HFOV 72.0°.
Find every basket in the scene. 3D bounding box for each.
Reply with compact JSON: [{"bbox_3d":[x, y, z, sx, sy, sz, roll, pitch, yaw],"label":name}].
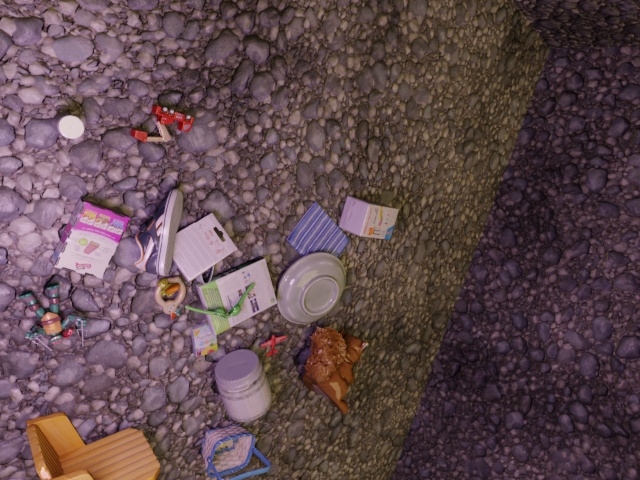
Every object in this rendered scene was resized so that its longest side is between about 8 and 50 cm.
[{"bbox_3d":[-0.401,0.995,2.038,0.255,0.289,0.201,8,96,-39],"label":"basket"}]

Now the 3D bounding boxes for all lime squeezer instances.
[{"bbox_3d":[-0.396,0.273,1.821,0.311,0.059,0.109,-17,107,-33],"label":"lime squeezer"}]

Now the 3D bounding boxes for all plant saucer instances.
[{"bbox_3d":[-0.022,0.254,2.174,0.401,0.100,0.400,-15,119,-28],"label":"plant saucer"}]

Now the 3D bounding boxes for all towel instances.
[{"bbox_3d":[0.000,0.000,2.171,0.243,0.040,0.336,-54,132,-12],"label":"towel"}]

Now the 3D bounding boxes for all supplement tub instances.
[{"bbox_3d":[-0.761,-0.345,1.327,0.071,0.107,0.071,-17,117,-36],"label":"supplement tub"}]

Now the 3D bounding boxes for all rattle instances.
[{"bbox_3d":[-0.561,0.247,1.717,0.130,0.143,0.199,-19,114,-56],"label":"rattle"}]

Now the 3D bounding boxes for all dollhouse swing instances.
[{"bbox_3d":[-0.791,0.741,1.560,0.305,0.347,0.315,-27,123,-30],"label":"dollhouse swing"}]

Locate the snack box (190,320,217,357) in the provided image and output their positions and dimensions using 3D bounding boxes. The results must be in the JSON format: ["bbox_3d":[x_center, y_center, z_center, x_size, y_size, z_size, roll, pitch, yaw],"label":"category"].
[{"bbox_3d":[-0.501,0.423,1.901,0.100,0.037,0.141,-16,115,-38],"label":"snack box"}]

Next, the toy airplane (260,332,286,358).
[{"bbox_3d":[-0.234,0.518,2.178,0.151,0.028,0.151,-16,117,-34],"label":"toy airplane"}]

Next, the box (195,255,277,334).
[{"bbox_3d":[-0.357,0.234,1.916,0.322,0.058,0.232,-25,111,-34],"label":"box"}]

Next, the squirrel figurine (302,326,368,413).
[{"bbox_3d":[0.090,0.633,2.347,0.370,0.281,0.397,-47,133,-26],"label":"squirrel figurine"}]

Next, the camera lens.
[{"bbox_3d":[-0.347,0.664,2.004,0.219,0.219,0.274,-29,124,-30],"label":"camera lens"}]

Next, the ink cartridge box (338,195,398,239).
[{"bbox_3d":[0.245,-0.113,2.249,0.233,0.168,0.171,6,104,-41],"label":"ink cartridge box"}]

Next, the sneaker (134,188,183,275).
[{"bbox_3d":[-0.586,-0.040,1.583,0.126,0.128,0.320,98,1,-78],"label":"sneaker"}]

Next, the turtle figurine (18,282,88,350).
[{"bbox_3d":[-0.888,0.268,1.453,0.175,0.118,0.234,-27,108,-48],"label":"turtle figurine"}]

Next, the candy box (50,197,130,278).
[{"bbox_3d":[-0.769,-0.005,1.478,0.159,0.071,0.233,26,88,-44],"label":"candy box"}]

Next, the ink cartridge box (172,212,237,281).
[{"bbox_3d":[-0.468,0.025,1.709,0.225,0.056,0.181,-36,95,-27],"label":"ink cartridge box"}]

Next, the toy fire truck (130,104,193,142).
[{"bbox_3d":[-0.547,-0.395,1.535,0.192,0.047,0.135,9,101,-43],"label":"toy fire truck"}]

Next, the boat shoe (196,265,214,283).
[{"bbox_3d":[-0.453,0.068,1.774,0.079,0.081,0.227,0,107,-41],"label":"boat shoe"}]
